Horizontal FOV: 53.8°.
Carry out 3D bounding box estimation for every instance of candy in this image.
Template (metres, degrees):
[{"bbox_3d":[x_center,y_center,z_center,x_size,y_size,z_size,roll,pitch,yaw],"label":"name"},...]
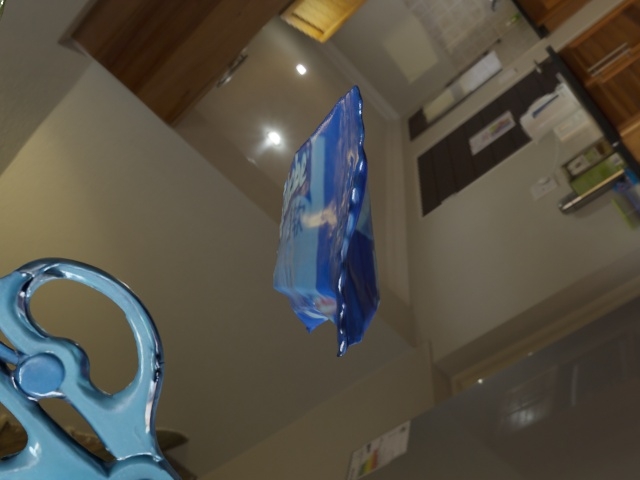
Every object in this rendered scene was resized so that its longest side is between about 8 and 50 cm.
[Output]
[{"bbox_3d":[0.000,0.000,0.565,0.331,0.077,0.187,143,128,-79],"label":"candy"}]

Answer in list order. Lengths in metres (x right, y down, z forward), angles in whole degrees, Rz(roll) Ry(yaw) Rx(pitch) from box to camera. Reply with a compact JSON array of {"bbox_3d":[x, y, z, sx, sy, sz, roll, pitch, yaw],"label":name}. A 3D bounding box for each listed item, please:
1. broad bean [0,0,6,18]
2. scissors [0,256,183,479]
[{"bbox_3d":[-0.218,-0.205,0.252,0.119,0.238,0.291,-29,-76,-40],"label":"broad bean"},{"bbox_3d":[-0.142,0.188,0.498,0.393,0.180,0.032,54,169,-17],"label":"scissors"}]
